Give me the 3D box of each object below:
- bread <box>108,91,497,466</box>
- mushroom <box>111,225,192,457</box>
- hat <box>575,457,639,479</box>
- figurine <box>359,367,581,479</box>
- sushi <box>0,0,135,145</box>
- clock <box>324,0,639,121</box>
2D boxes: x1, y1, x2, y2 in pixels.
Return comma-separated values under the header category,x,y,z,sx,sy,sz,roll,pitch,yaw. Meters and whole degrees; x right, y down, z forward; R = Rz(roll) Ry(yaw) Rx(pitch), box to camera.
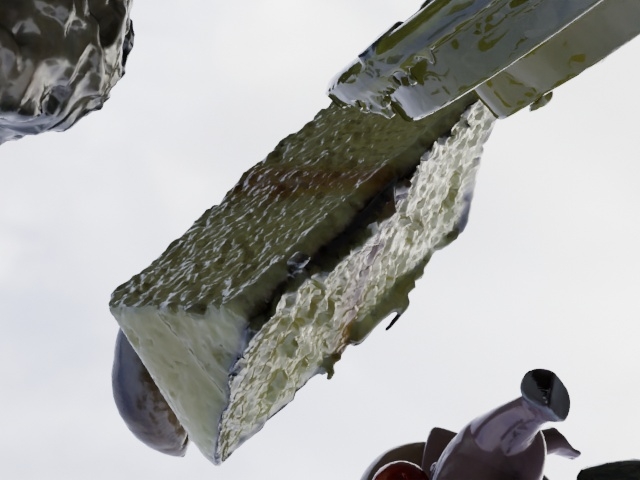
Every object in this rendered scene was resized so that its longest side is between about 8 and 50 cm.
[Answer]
category,x,y,z,sx,sy,sz,roll,pitch,yaw
bread,0.000,0.000,1.125,0.142,0.178,0.266,30,-127,30
mushroom,-0.113,0.067,1.468,0.072,0.210,0.094,19,-171,18
hat,0.158,0.182,0.913,0.265,0.128,0.265,11,-156,-5
figurine,0.102,0.194,1.433,0.186,0.287,0.176,14,-113,10
sushi,-0.201,-0.136,0.748,0.170,0.211,0.350,-5,173,25
clock,0.107,-0.105,0.661,0.057,0.237,0.237,52,-150,-5
